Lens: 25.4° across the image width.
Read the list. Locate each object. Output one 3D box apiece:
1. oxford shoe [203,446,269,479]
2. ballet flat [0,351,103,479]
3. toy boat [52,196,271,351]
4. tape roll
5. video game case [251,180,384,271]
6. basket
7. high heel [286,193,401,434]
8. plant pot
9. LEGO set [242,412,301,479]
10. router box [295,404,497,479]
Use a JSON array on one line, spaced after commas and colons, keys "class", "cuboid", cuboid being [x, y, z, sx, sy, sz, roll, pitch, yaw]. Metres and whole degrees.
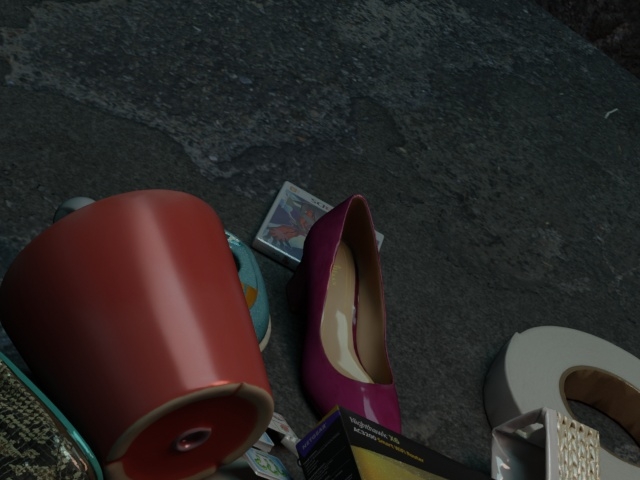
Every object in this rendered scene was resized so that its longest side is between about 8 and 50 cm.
[{"class": "oxford shoe", "cuboid": [-0.053, 0.345, 1.520, 0.169, 0.130, 0.449, 11, 33, -25]}, {"class": "ballet flat", "cuboid": [-0.416, 0.132, 1.506, 0.182, 0.164, 0.483, -24, 59, -27]}, {"class": "toy boat", "cuboid": [-0.201, 0.046, 1.804, 0.318, 0.148, 0.267, 17, 33, -23]}, {"class": "tape roll", "cuboid": [0.422, 0.282, 2.090, 0.392, 0.072, 0.392, 23, 32, -15]}, {"class": "video game case", "cuboid": [0.000, 0.000, 2.174, 0.183, 0.023, 0.201, 29, 30, -3]}, {"class": "basket", "cuboid": [0.294, 0.317, 1.838, 0.103, 0.113, 0.167, 22, 56, -28]}, {"class": "high heel", "cuboid": [0.050, 0.109, 1.900, 0.127, 0.181, 0.377, 9, 37, -33]}, {"class": "plant pot", "cuboid": [-0.186, 0.123, 1.545, 0.275, 0.275, 0.243, 1, 47, -41]}, {"class": "LEGO set", "cuboid": [-0.030, 0.233, 1.689, 0.244, 0.060, 0.182, 32, 13, -46]}, {"class": "router box", "cuboid": [0.132, 0.340, 1.575, 0.309, 0.081, 0.243, 29, 25, -33]}]
